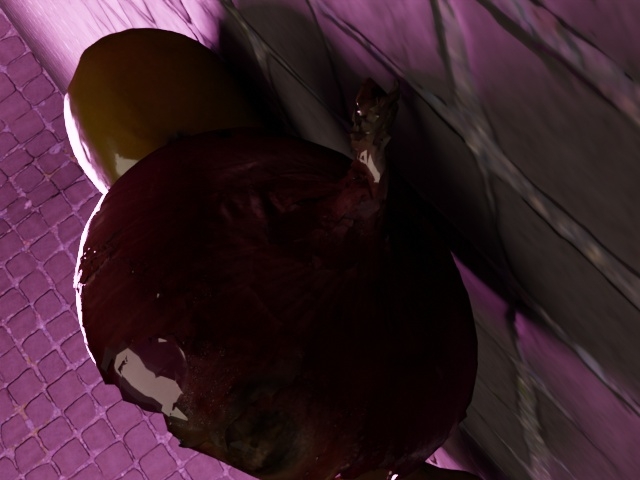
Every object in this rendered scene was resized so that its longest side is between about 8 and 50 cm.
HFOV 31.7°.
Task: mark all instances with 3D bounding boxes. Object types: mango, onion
[{"bbox_3d":[-0.061,-0.029,0.610,0.137,0.091,0.237,55,180,26],"label":"mango"},{"bbox_3d":[0.000,0.000,0.383,0.150,0.140,0.150,22,-148,-15],"label":"onion"}]

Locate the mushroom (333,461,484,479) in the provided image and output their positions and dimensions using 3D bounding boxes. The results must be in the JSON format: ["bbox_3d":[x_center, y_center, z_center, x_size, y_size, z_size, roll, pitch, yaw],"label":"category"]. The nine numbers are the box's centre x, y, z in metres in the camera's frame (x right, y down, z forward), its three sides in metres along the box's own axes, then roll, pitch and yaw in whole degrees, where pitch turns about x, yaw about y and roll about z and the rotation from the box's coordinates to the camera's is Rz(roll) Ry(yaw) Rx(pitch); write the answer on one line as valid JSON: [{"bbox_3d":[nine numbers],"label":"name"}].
[{"bbox_3d":[0.032,0.311,0.857,0.334,0.331,0.356,-71,-40,-78],"label":"mushroom"}]
